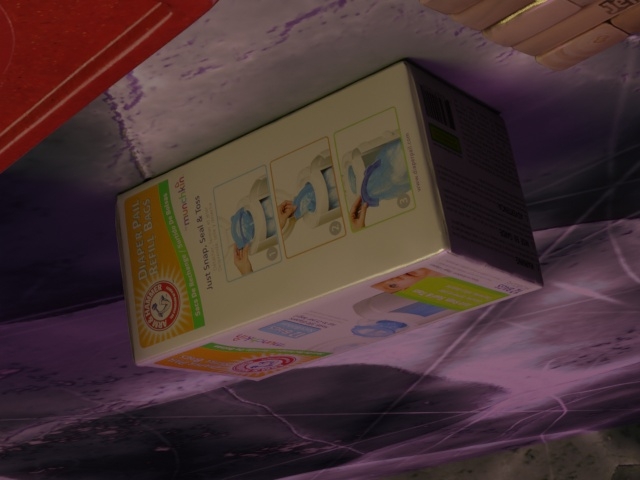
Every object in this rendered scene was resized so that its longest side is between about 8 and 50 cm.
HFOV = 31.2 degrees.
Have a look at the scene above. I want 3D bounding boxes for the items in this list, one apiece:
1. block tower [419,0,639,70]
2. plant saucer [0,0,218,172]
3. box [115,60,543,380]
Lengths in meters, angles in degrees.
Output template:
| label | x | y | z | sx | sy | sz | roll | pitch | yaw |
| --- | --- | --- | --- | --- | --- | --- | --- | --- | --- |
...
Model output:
| label | x | y | z | sx | sy | sz | roll | pitch | yaw |
| --- | --- | --- | --- | --- | --- | --- | --- | --- | --- |
| block tower | 0.009 | -0.133 | 0.269 | 0.097 | 0.091 | 0.335 | -26 | 157 | 37 |
| plant saucer | -0.178 | -0.078 | 0.399 | 0.258 | 0.047 | 0.259 | 8 | 153 | -43 |
| box | 0.000 | 0.000 | 0.632 | 0.203 | 0.103 | 0.114 | -21 | 158 | 30 |
